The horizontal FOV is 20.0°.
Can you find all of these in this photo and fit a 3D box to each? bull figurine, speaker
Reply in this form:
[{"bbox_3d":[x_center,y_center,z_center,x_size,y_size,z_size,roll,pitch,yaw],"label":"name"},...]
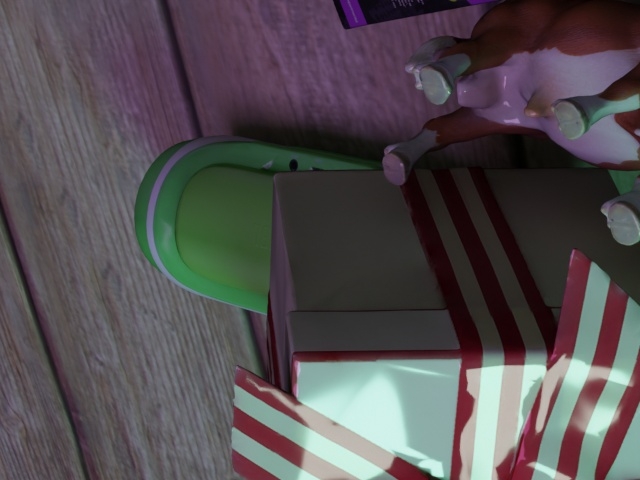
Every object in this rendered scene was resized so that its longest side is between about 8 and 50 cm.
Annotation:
[{"bbox_3d":[0.177,-0.081,1.015,0.310,0.188,0.101,11,119,51],"label":"bull figurine"},{"bbox_3d":[0.000,0.000,1.314,0.296,0.131,0.131,14,127,42],"label":"speaker"}]

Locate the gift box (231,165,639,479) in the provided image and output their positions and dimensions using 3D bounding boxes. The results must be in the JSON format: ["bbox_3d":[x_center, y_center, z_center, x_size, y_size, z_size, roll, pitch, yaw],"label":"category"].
[{"bbox_3d":[0.074,0.093,1.059,0.258,0.255,0.276,-101,6,-60],"label":"gift box"}]

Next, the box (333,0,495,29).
[{"bbox_3d":[0.055,-0.203,1.178,0.162,0.029,0.116,-2,117,50],"label":"box"}]
